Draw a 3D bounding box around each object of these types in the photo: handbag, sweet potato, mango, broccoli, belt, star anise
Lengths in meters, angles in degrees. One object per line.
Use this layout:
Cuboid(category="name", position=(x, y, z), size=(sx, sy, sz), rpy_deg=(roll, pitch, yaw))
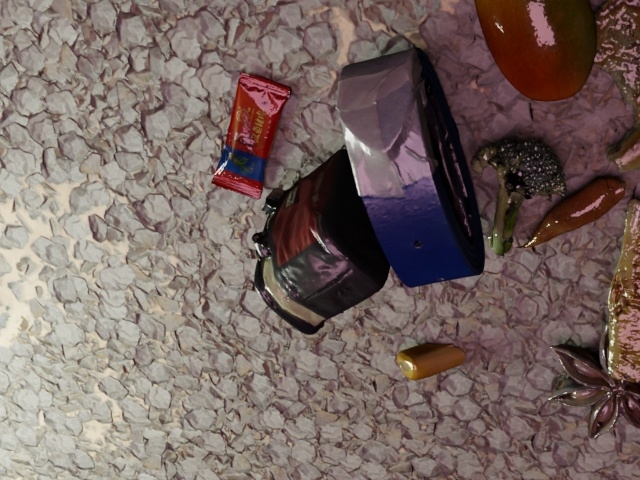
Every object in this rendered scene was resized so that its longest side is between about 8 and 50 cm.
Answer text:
Cuboid(category="handbag", position=(0.000, 0.000, 1.639), size=(0.181, 0.254, 0.181), rpy_deg=(40, 124, -22))
Cuboid(category="sweet potato", position=(0.366, -0.037, 1.639), size=(0.195, 0.056, 0.056), rpy_deg=(-34, 106, 33))
Cuboid(category="mango", position=(0.273, -0.318, 1.461), size=(0.146, 0.129, 0.289), rpy_deg=(-10, 106, 49))
Cuboid(category="broccoli", position=(0.282, -0.060, 1.631), size=(0.122, 0.118, 0.204), rpy_deg=(-6, 140, -16))
Cuboid(category="belt", position=(0.131, -0.094, 1.574), size=(0.117, 0.212, 0.347), rpy_deg=(-11, 115, 22))
Cuboid(category="star anise", position=(0.451, 0.225, 1.752), size=(0.197, 0.073, 0.212), rpy_deg=(-24, 108, 22))

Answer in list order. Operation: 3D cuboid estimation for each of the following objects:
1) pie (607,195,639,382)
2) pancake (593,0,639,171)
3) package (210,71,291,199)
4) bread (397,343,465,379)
Cuboid(category="pie", position=(0.490, 0.070, 1.637), size=(0.129, 0.068, 0.282), rpy_deg=(7, 105, 8))
Cuboid(category="pancake", position=(0.445, -0.258, 1.490), size=(0.197, 0.054, 0.376), rpy_deg=(5, 119, 13))
Cuboid(category="package", position=(-0.108, -0.158, 1.715), size=(0.083, 0.022, 0.200), rpy_deg=(20, 120, 3))
Cuboid(category="bread", position=(0.178, 0.196, 1.829), size=(0.062, 0.103, 0.049), rpy_deg=(24, 122, 54))
